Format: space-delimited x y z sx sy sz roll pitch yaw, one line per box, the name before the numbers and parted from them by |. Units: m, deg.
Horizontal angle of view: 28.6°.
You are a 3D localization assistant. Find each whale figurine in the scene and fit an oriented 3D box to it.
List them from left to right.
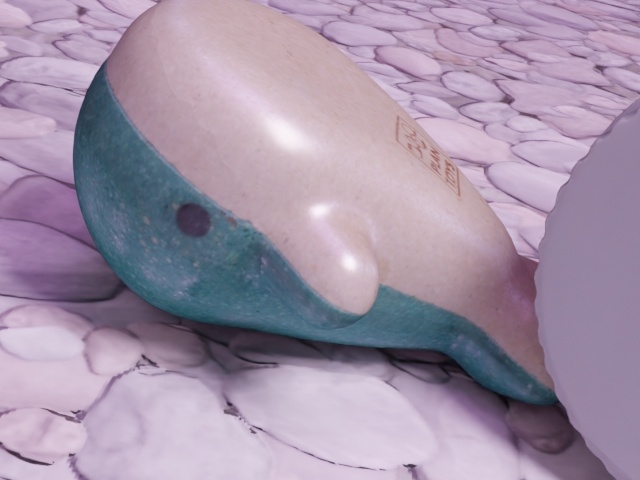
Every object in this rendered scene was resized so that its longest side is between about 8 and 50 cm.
whale figurine | 0.000 0.000 0.624 0.272 0.141 0.216 35 21 -12

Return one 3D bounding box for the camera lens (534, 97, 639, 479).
camera lens | 0.252 0.005 0.594 0.219 0.219 0.274 28 28 30
